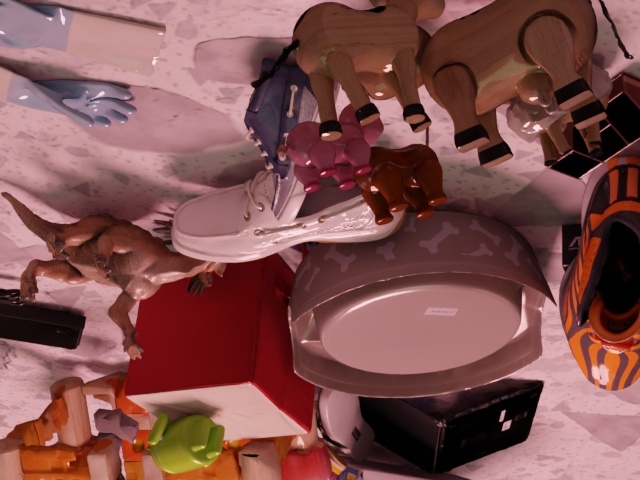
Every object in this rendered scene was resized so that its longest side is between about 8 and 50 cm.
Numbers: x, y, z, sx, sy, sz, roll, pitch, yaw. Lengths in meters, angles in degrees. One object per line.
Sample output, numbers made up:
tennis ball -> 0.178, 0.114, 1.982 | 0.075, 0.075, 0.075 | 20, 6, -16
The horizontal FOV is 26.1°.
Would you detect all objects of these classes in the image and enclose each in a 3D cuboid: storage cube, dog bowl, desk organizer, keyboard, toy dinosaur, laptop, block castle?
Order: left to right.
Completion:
keyboard -> -0.491, 0.092, 1.954 | 0.317, 0.033, 0.201 | 10, 157, -11
toy dinosaur -> -0.242, 0.013, 1.691 | 0.296, 0.200, 0.127 | 23, 126, 15
block castle -> -0.229, 0.347, 2.030 | 0.453, 0.303, 0.212 | -2, 108, 14
storage cube -> -0.121, 0.142, 1.818 | 0.215, 0.193, 0.183 | -7, 149, 23
dog bowl -> 0.122, 0.082, 1.723 | 0.349, 0.102, 0.348 | -4, 150, -2
laptop -> 0.194, 0.263, 2.177 | 0.264, 0.136, 0.234 | -20, 153, -9
desk organizer -> 0.290, -0.116, 1.429 | 0.047, 0.050, 0.130 | 18, 149, -23

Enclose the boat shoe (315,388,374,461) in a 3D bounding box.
boat shoe -> 0.022, 0.281, 2.168 | 0.070, 0.077, 0.219 | 21, 154, 27

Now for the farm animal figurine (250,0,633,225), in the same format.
farm animal figurine -> 0.111, -0.159, 1.263 | 0.327, 0.172, 0.330 | -18, 163, 3

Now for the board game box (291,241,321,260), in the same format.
board game box -> 0.000, 0.000, 1.706 | 0.169, 0.033, 0.133 | 22, 147, -29

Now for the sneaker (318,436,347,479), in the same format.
sneaker -> -0.036, 0.339, 2.198 | 0.069, 0.084, 0.185 | 44, 174, -32

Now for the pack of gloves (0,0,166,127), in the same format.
pack of gloves -> -0.292, -0.174, 1.422 | 0.232, 0.046, 0.195 | 12, 151, -13

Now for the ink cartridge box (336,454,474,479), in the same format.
ink cartridge box -> 0.131, 0.450, 2.300 | 0.270, 0.151, 0.395 | 11, 176, -12

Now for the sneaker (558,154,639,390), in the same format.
sneaker -> 0.322, 0.078, 1.541 | 0.125, 0.180, 0.321 | 3, 127, 13

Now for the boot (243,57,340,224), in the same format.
boot -> -0.044, -0.105, 1.455 | 0.086, 0.069, 0.190 | 15, 124, -6

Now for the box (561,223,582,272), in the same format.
box -> 0.431, 0.058, 1.717 | 0.216, 0.060, 0.270 | -6, 149, 20

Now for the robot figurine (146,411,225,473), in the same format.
robot figurine -> -0.173, 0.262, 1.775 | 0.101, 0.067, 0.115 | 27, 145, -33

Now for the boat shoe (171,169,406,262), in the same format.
boat shoe -> -0.046, -0.045, 1.574 | 0.277, 0.098, 0.096 | -9, 147, 10
